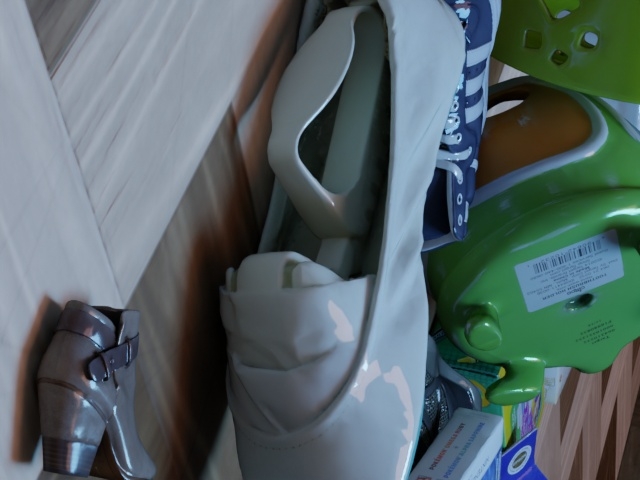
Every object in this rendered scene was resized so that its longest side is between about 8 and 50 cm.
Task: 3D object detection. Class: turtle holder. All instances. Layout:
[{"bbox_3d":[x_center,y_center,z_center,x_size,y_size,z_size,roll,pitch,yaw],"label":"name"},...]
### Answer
[{"bbox_3d":[0.218,-0.006,1.429,0.320,0.243,0.227,18,43,-45],"label":"turtle holder"}]

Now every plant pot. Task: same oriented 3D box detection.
[{"bbox_3d":[0.205,-0.245,1.365,0.228,0.207,0.227,-28,125,-68],"label":"plant pot"}]

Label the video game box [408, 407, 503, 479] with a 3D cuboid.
[{"bbox_3d":[0.094,0.262,1.272,0.187,0.048,0.205,-39,134,-58],"label":"video game box"}]

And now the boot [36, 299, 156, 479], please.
[{"bbox_3d":[-0.106,0.077,0.816,0.118,0.042,0.087,35,63,-71],"label":"boot"}]

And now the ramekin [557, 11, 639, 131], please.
[{"bbox_3d":[0.343,-0.199,1.950,0.277,0.135,0.277,8,90,-73],"label":"ramekin"}]

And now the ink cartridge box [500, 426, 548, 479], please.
[{"bbox_3d":[0.179,0.373,1.700,0.175,0.069,0.371,-34,140,-28],"label":"ink cartridge box"}]

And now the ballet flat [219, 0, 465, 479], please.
[{"bbox_3d":[0.000,0.000,1.013,0.139,0.139,0.400,61,37,-63],"label":"ballet flat"}]

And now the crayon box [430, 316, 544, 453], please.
[{"bbox_3d":[0.174,0.152,1.682,0.278,0.081,0.165,80,26,-48],"label":"crayon box"}]

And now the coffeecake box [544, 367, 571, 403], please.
[{"bbox_3d":[0.283,0.085,2.016,0.142,0.068,0.185,-51,146,-58],"label":"coffeecake box"}]

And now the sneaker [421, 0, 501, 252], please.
[{"bbox_3d":[0.072,-0.100,1.198,0.282,0.099,0.153,77,26,-58],"label":"sneaker"}]

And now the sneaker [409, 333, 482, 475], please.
[{"bbox_3d":[0.072,0.158,1.357,0.227,0.087,0.130,49,54,-64],"label":"sneaker"}]
